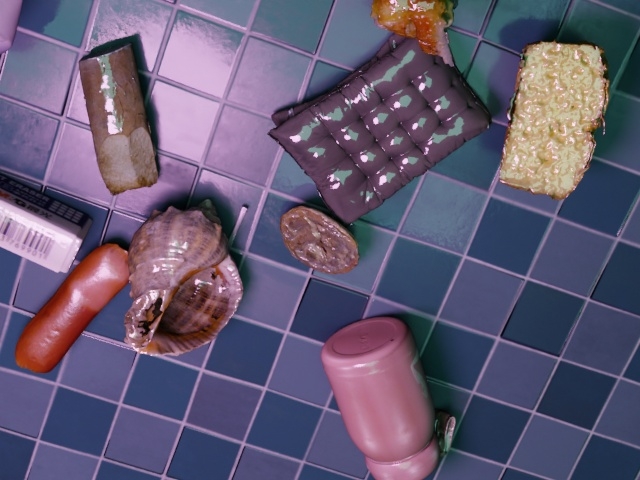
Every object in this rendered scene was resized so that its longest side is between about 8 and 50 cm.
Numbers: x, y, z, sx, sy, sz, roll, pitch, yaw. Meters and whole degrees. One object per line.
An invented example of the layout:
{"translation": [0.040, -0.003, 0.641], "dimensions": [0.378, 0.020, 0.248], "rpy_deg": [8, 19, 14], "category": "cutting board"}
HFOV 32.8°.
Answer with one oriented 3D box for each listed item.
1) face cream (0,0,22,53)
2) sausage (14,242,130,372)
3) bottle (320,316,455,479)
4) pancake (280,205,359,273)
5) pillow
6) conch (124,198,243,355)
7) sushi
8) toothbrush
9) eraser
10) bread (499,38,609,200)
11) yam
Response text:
{"translation": [-0.562, -0.456, 1.684], "dimensions": [0.235, 0.137, 0.420], "rpy_deg": [-6, 85, 10], "category": "face cream"}
{"translation": [-0.443, 0.120, 1.956], "dimensions": [0.089, 0.083, 0.300], "rpy_deg": [41, 101, -6], "category": "sausage"}
{"translation": [0.136, 0.296, 1.986], "dimensions": [0.206, 0.173, 0.297], "rpy_deg": [-29, 111, -26], "category": "bottle"}
{"translation": [0.000, 0.000, 1.911], "dimensions": [0.158, 0.028, 0.158], "rpy_deg": [20, 141, 17], "category": "pancake"}
{"translation": [0.101, -0.197, 1.843], "dimensions": [0.326, 0.101, 0.228], "rpy_deg": [-34, 110, 12], "category": "pillow"}
{"translation": [-0.257, 0.062, 1.893], "dimensions": [0.291, 0.159, 0.210], "rpy_deg": [-56, 136, -14], "category": "conch"}
{"translation": [0.145, -0.414, 1.695], "dimensions": [0.139, 0.184, 0.274], "rpy_deg": [3, 90, 12], "category": "sushi"}
{"translation": [-0.173, 0.023, 1.959], "dimensions": [0.017, 0.014, 0.194], "rpy_deg": [25, 108, -6], "category": "toothbrush"}
{"translation": [-0.541, -0.049, 1.871], "dimensions": [0.279, 0.124, 0.081], "rpy_deg": [26, 107, -10], "category": "eraser"}
{"translation": [0.390, -0.209, 1.820], "dimensions": [0.160, 0.147, 0.260], "rpy_deg": [6, 106, 6], "category": "bread"}
{"translation": [-0.339, -0.199, 1.835], "dimensions": [0.106, 0.106, 0.259], "rpy_deg": [-9, 109, 2], "category": "yam"}
